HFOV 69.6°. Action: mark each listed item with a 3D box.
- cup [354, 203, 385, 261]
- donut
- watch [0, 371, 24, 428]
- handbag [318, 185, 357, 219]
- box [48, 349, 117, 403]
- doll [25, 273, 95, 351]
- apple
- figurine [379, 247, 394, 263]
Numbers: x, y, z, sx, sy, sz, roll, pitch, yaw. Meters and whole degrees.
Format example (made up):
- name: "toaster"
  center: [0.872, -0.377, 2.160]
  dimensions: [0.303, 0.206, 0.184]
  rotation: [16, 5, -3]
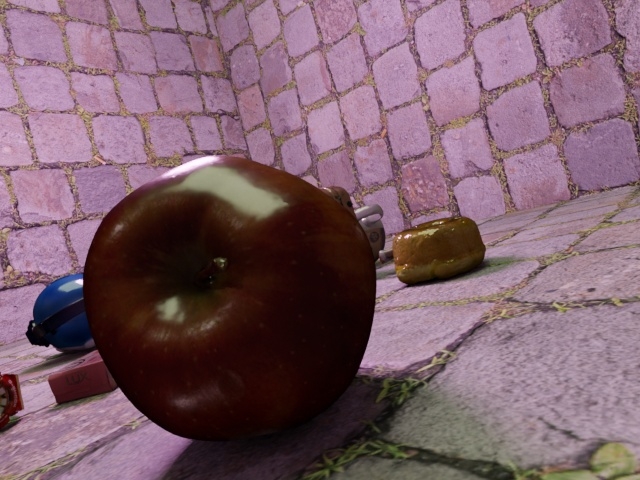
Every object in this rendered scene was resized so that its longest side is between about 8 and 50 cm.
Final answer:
- name: "cup"
  center: [0.095, -0.024, 1.665]
  dimensions: [0.256, 0.228, 0.301]
  rotation: [-9, -27, -40]
- name: "donut"
  center: [0.291, 0.017, 1.126]
  dimensions: [0.208, 0.128, 0.261]
  rotation: [-13, 3, 24]
- name: "watch"
  center: [-0.608, 0.286, 0.763]
  dimensions: [0.268, 0.102, 0.164]
  rotation: [-25, -12, 38]
- name: "handbag"
  center: [0.000, 0.000, 1.482]
  dimensions: [0.149, 0.302, 0.283]
  rotation: [-15, -4, -41]
- name: "box"
  center: [-0.407, 0.240, 0.858]
  dimensions: [0.111, 0.060, 0.156]
  rotation: [-16, 0, 3]
- name: "doll"
  center: [-0.738, 0.227, 1.410]
  dimensions: [0.284, 0.240, 0.310]
  rotation: [-31, 3, -26]
- name: "apple"
  center: [-0.084, 0.058, 0.491]
  dimensions: [0.288, 0.288, 0.317]
  rotation: [-14, -11, 7]
- name: "figurine"
  center: [0.271, 0.040, 1.327]
  dimensions: [0.197, 0.094, 0.147]
  rotation: [-22, -22, 12]
